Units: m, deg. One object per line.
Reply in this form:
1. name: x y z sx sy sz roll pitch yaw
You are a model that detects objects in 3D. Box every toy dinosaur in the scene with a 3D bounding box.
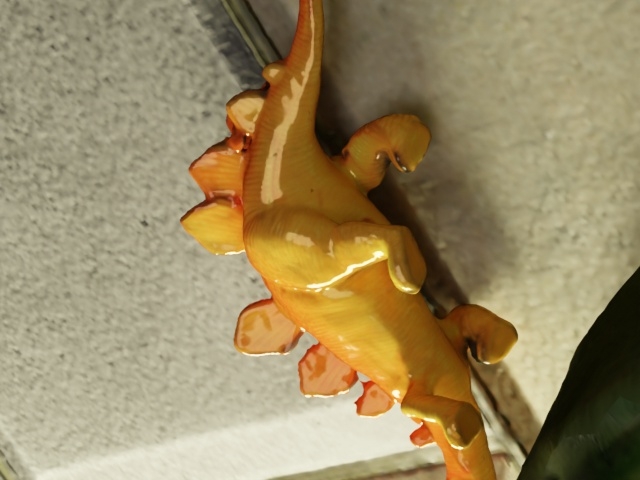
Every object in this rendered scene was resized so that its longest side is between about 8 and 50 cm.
1. toy dinosaur: 0.000 0.000 0.685 0.117 0.070 0.288 -11 111 39

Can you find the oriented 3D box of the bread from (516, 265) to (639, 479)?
1. bread: 0.249 0.144 0.581 0.382 0.129 0.366 23 135 16
